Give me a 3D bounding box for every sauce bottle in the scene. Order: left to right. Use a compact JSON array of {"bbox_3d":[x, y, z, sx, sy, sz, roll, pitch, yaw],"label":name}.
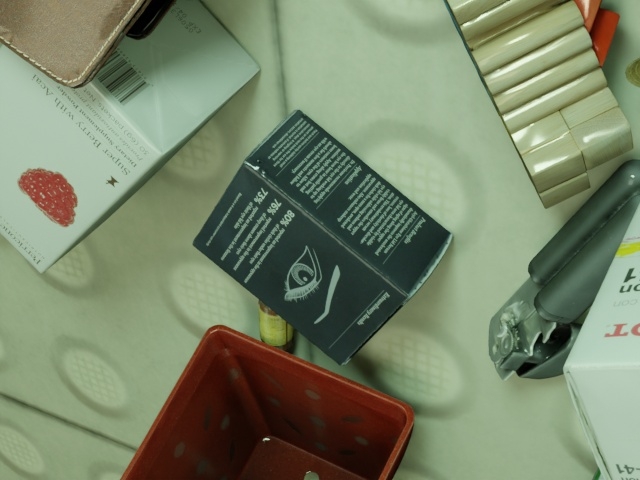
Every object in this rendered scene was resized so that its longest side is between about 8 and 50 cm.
[{"bbox_3d":[-0.052,0.106,1.214,0.042,0.042,0.128,23,140,18],"label":"sauce bottle"}]

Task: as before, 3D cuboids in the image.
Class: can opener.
[{"bbox_3d":[0.243,0.041,0.950,0.095,0.076,0.283,13,140,-18],"label":"can opener"}]

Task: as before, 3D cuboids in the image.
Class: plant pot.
[{"bbox_3d":[-0.053,0.300,1.224,0.267,0.267,0.235,21,158,19],"label":"plant pot"}]

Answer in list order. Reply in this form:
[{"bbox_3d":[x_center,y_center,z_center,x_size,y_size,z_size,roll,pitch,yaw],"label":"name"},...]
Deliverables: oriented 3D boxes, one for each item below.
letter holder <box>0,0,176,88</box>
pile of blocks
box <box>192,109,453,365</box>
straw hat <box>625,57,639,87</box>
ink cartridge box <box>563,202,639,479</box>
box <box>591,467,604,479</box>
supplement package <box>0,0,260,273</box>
[{"bbox_3d":[-0.235,-0.301,0.870,0.302,0.152,0.214,43,113,-2],"label":"letter holder"},{"bbox_3d":[0.151,-0.196,0.789,0.113,0.149,0.362,-26,119,10],"label":"pile of blocks"},{"bbox_3d":[0.000,0.000,1.041,0.207,0.108,0.153,40,137,0],"label":"box"},{"bbox_3d":[0.285,-0.152,0.740,0.145,0.144,0.061,-4,81,38],"label":"straw hat"},{"bbox_3d":[0.324,0.029,0.689,0.226,0.306,0.131,-7,120,38],"label":"ink cartridge box"},{"bbox_3d":[0.298,0.319,1.007,0.127,0.231,0.261,24,135,17],"label":"box"},{"bbox_3d":[-0.237,-0.126,1.053,0.177,0.175,0.293,46,138,-8],"label":"supplement package"}]
